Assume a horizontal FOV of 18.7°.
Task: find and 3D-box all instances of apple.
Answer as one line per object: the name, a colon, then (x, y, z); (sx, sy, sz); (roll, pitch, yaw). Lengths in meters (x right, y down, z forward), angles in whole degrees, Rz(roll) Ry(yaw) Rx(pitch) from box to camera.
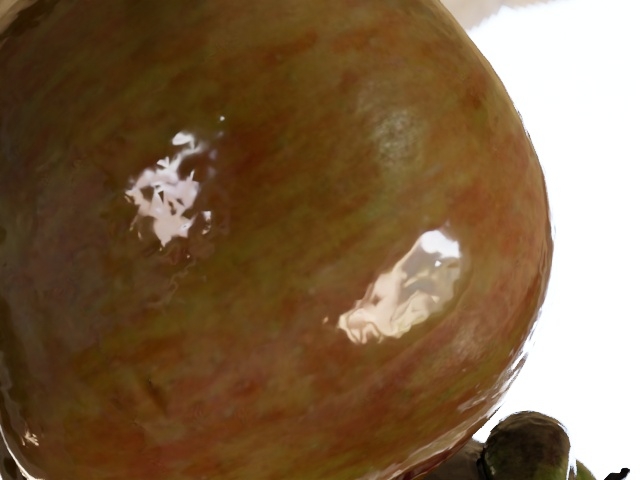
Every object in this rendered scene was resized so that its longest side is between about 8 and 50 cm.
apple: (-0.047, 0.003, 0.777); (0.264, 0.264, 0.264); (24, -9, 4)

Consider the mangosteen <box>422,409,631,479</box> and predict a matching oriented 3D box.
mangosteen: (0.068, 0.199, 1.045); (0.243, 0.243, 0.243); (24, -9, 4)
